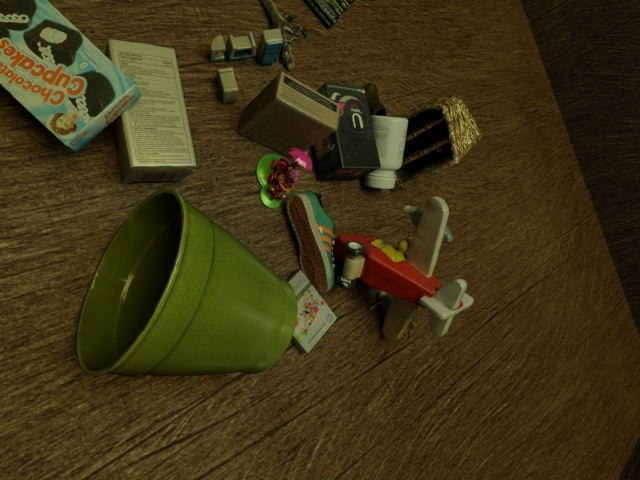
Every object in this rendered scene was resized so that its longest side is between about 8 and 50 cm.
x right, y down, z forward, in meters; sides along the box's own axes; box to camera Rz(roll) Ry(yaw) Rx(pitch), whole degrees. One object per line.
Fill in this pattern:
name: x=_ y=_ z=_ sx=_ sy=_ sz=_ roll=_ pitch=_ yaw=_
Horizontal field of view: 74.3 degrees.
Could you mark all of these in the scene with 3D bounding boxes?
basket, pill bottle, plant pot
basket: x=0.351 y=-0.344 z=1.452 sx=0.223 sy=0.299 sz=0.213 roll=-42 pitch=104 yaw=-35
pill bottle: x=0.210 y=-0.294 z=1.405 sx=0.131 sy=0.131 sz=0.229 roll=-8 pitch=111 yaw=-37
plant pot: x=-0.250 y=0.134 z=0.905 sx=0.353 sy=0.367 sz=0.366 roll=31 pitch=62 yaw=-40

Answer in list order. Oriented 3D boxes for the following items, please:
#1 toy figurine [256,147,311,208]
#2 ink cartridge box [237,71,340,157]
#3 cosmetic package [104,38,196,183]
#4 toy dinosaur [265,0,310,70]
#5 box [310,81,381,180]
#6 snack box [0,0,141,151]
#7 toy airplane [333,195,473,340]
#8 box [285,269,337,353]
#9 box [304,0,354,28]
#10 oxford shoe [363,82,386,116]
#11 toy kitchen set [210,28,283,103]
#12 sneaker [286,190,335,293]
toy figurine: x=-0.092 y=-0.188 z=1.182 sx=0.130 sy=0.159 sz=0.173 roll=24 pitch=67 yaw=-29
ink cartridge box: x=-0.091 y=-0.336 z=1.171 sx=0.193 sy=0.235 sz=0.088 roll=19 pitch=69 yaw=-32
cosmetic package: x=-0.408 y=-0.294 z=0.999 sx=0.153 sy=0.129 sz=0.296 roll=-7 pitch=84 yaw=-35
toy dinosaur: x=-0.112 y=-0.685 z=1.353 sx=0.118 sy=0.064 sz=0.268 roll=-23 pitch=90 yaw=-31
box: x=0.065 y=-0.338 z=1.342 sx=0.165 sy=0.143 sz=0.270 roll=-8 pitch=84 yaw=-36
snack box: x=-0.558 y=-0.359 z=0.863 sx=0.322 sy=0.060 sz=0.187 roll=43 pitch=79 yaw=-3
toy airplane: x=0.267 y=0.094 z=1.243 sx=0.272 sy=0.386 sz=0.384 roll=-35 pitch=98 yaw=-52
box: x=-0.055 y=0.200 z=1.192 sx=0.145 sy=0.038 sz=0.186 roll=-44 pitch=106 yaw=-34
box: x=0.014 y=-0.879 z=1.499 sx=0.191 sy=0.045 sz=0.184 roll=42 pitch=56 yaw=-20
oxford shoe: x=0.199 y=-0.466 z=1.501 sx=0.083 sy=0.096 sz=0.227 roll=5 pitch=75 yaw=-34
toy kitchen set: x=-0.205 y=-0.492 z=1.225 sx=0.207 sy=0.122 sz=0.166 roll=-16 pitch=89 yaw=-17
sneaker: x=0.000 y=0.000 z=1.237 sx=0.121 sy=0.108 sz=0.302 roll=-18 pitch=96 yaw=-44
